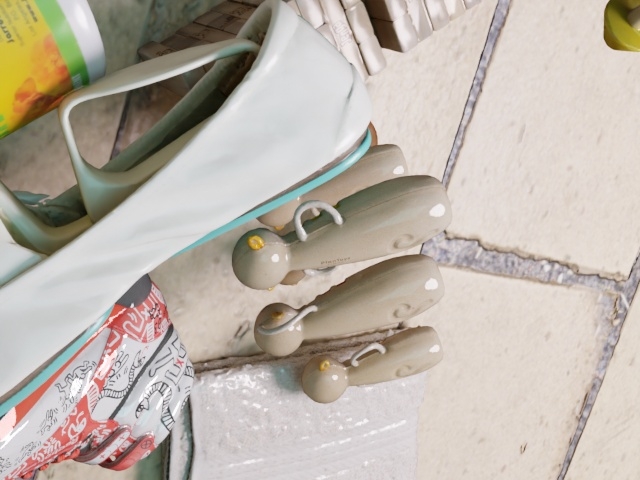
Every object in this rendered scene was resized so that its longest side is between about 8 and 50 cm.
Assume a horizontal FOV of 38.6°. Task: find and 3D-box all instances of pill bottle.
[{"bbox_3d":[-0.265,-0.097,0.539,0.246,0.136,0.136,-34,122,-17],"label":"pill bottle"}]

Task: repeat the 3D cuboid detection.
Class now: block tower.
[{"bbox_3d":[0.029,-0.190,0.720,0.335,0.091,0.097,-35,122,-16],"label":"block tower"}]

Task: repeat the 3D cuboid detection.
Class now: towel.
[{"bbox_3d":[-0.016,0.185,0.860,0.282,0.049,0.187,-7,112,-31],"label":"towel"}]

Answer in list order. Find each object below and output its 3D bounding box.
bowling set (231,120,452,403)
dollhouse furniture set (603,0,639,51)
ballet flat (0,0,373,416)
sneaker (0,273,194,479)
[{"bbox_3d":[0.000,0.000,0.749,0.154,0.200,0.287,-18,144,-6],"label":"bowling set"},{"bbox_3d":[0.187,-0.302,0.680,0.286,0.198,0.303,37,68,-1],"label":"dollhouse furniture set"},{"bbox_3d":[-0.152,-0.018,0.577,0.400,0.139,0.139,-35,123,-7],"label":"ballet flat"},{"bbox_3d":[-0.196,0.141,0.664,0.270,0.090,0.145,-51,132,-35],"label":"sneaker"}]
